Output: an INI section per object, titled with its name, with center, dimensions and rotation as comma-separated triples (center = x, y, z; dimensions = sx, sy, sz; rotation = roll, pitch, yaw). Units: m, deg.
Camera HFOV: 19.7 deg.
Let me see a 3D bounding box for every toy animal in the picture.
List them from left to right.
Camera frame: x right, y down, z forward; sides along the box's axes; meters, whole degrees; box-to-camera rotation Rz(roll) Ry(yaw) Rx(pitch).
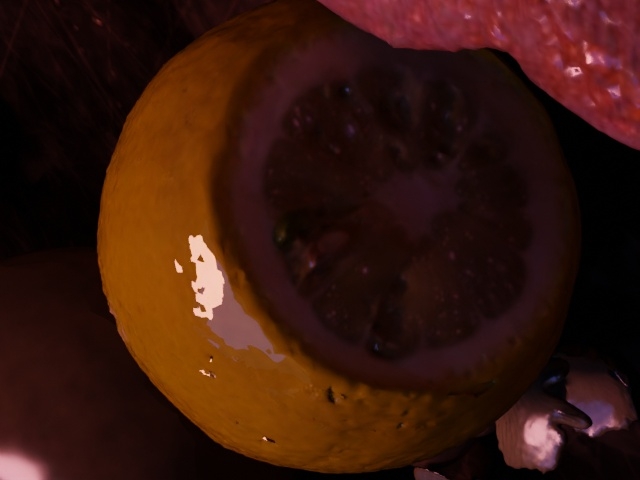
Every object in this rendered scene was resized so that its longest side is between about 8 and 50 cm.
[toy animal]
center = 0.084, 0.082, 1.070
dimensions = 0.186, 0.094, 0.214
rotation = 38, 159, 13

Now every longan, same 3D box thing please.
[longan]
center = -0.150, 0.146, 1.234
dimensions = 0.297, 0.297, 0.297
rotation = 30, 144, 25

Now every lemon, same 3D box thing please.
[lemon]
center = 0.000, 0.000, 0.934
dimensions = 0.240, 0.240, 0.219
rotation = 51, 157, -6

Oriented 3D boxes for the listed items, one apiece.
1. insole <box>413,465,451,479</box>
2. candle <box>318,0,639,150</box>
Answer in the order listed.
[insole]
center = 0.083, 0.178, 1.188
dimensions = 0.064, 0.004, 0.188
rotation = 23, 161, 14
[candle]
center = 0.098, -0.176, 0.728
dimensions = 0.317, 0.131, 0.287
rotation = 28, 141, 25
